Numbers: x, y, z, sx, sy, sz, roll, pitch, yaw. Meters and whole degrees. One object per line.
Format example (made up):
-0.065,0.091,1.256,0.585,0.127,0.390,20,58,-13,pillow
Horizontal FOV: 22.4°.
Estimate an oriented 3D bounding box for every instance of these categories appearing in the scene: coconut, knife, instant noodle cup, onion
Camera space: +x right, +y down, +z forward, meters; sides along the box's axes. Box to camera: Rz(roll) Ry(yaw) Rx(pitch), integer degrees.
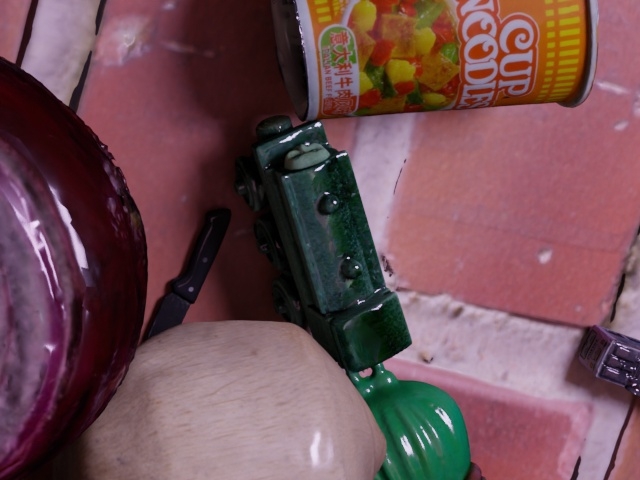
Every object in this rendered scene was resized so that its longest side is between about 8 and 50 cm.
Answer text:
-0.061,0.149,1.055,0.224,0.224,0.224,-5,105,-19,coconut
-0.103,0.053,1.115,0.023,0.010,0.170,22,97,-24,knife
0.066,-0.151,1.058,0.185,0.168,0.168,-11,107,-10,instant noodle cup
-0.265,0.012,0.912,0.336,0.260,0.282,-16,101,3,onion

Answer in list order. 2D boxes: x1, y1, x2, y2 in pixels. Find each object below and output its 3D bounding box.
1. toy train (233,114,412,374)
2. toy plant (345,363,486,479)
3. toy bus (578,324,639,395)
0.000,0.000,1.087,0.071,0.111,0.170,-24,111,-18,toy train
0.051,0.180,1.161,0.143,0.105,0.200,-28,94,3,toy plant
0.263,0.102,1.242,0.130,0.052,0.037,19,101,-21,toy bus
